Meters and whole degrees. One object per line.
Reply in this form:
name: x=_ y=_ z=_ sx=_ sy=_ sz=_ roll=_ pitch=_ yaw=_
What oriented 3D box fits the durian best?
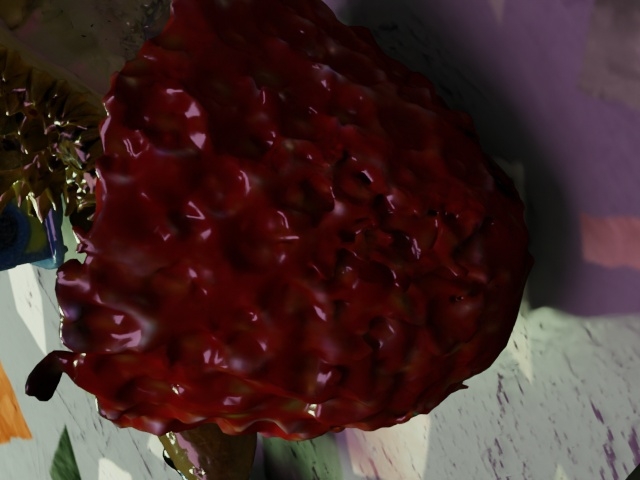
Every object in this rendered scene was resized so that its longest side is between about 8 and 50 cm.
durian: x=-0.162 y=-0.126 z=0.865 sx=0.172 sy=0.166 sz=0.306 roll=105 pitch=147 yaw=-59

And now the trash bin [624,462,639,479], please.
trash bin: x=0.208 y=0.192 z=0.505 sx=0.334 sy=0.214 sz=0.214 roll=54 pitch=145 yaw=12

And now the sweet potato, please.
sweet potato: x=-0.090 y=0.052 z=0.984 sx=0.269 sy=0.075 sz=0.075 roll=61 pitch=148 yaw=31

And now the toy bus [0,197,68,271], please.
toy bus: x=-0.279 y=-0.121 z=1.017 sx=0.152 sy=0.190 sz=0.312 roll=-171 pitch=70 yaw=-67

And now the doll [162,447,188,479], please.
doll: x=-0.043 y=0.187 z=0.992 sx=0.195 sy=0.070 sz=0.096 roll=55 pitch=161 yaw=32

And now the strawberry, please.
strawberry: x=0.000 y=0.000 z=0.721 sx=0.178 sy=0.234 sz=0.234 roll=18 pitch=127 yaw=18
